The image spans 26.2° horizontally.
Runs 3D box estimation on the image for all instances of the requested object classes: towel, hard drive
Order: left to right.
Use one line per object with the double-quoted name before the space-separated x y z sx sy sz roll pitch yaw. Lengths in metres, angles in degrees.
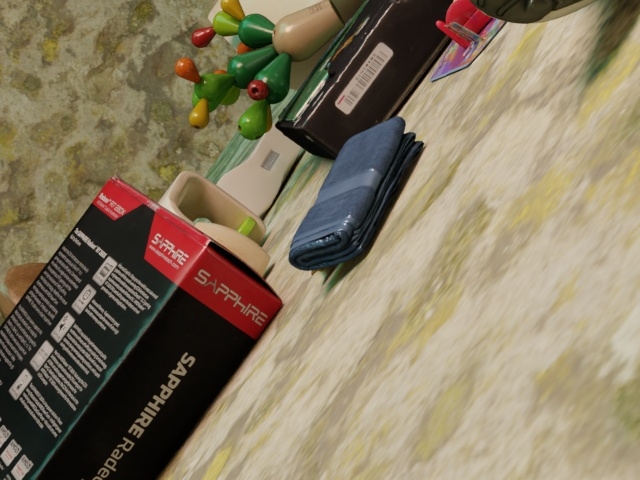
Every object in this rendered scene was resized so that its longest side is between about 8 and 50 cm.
"towel" 0.023 -0.029 0.932 0.067 0.029 0.119 -19 34 44
"hard drive" 0.056 -0.185 1.319 0.237 0.064 0.339 -54 9 0

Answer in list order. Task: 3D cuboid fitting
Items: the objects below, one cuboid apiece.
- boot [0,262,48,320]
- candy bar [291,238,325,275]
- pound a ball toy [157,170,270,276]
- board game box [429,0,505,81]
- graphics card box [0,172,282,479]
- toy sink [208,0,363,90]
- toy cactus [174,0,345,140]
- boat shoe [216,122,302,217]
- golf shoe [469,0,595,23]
"boot" -0.261 0.064 1.614 0.112 0.115 0.305 -54 -19 19
"candy bar" 0.000 0.000 1.023 0.040 0.018 0.161 -53 9 2
"pound a ball toy" -0.178 0.064 1.347 0.319 0.136 0.208 -51 8 21
"board game box" 0.124 -0.190 1.062 0.133 0.033 0.169 -55 9 -5
"graphics card box" -0.209 0.140 1.104 0.371 0.094 0.233 -54 32 -5
"toy sink" 0.012 -0.294 1.553 0.234 0.131 0.153 -51 -30 21
"toy cactus" -0.064 -0.198 1.427 0.180 0.112 0.219 -31 30 11
"boat shoe" -0.079 -0.065 1.602 0.063 0.066 0.184 114 -179 -49
"golf shoe" 0.144 -0.181 0.761 0.273 0.105 0.120 -53 -10 -40
